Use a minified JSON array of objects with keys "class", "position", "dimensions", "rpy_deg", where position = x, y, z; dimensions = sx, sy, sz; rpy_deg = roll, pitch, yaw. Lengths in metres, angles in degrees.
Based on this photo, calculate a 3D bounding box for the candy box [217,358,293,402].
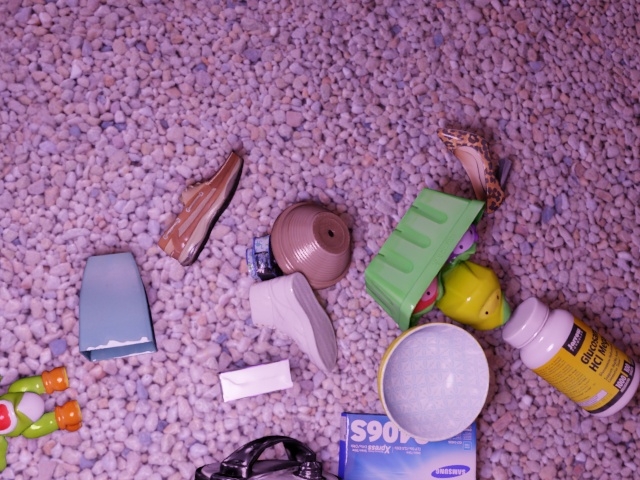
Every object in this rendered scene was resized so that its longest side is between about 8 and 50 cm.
[{"class":"candy box","position":[-0.163,0.340,1.654],"dimensions":[0.164,0.196,0.070],"rpy_deg":[-10,82,-11]}]

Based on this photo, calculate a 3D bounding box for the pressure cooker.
[{"class":"pressure cooker","position":[-0.120,0.652,1.514],"dimensions":[0.375,0.370,0.421],"rpy_deg":[6,81,-12]}]

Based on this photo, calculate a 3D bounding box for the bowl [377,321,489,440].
[{"class":"bowl","position":[0.263,0.343,1.714],"dimensions":[0.289,0.156,0.290],"rpy_deg":[0,90,-14]}]

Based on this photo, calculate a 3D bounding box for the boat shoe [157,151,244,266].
[{"class":"boat shoe","position":[-0.310,-0.095,1.755],"dimensions":[0.119,0.122,0.324],"rpy_deg":[28,75,0]}]

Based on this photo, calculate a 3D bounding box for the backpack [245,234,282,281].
[{"class":"backpack","position":[-0.149,0.046,1.764],"dimensions":[0.084,0.105,0.114],"rpy_deg":[-7,70,9]}]

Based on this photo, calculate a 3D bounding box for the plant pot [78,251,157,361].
[{"class":"plant pot","position":[-0.498,0.158,1.656],"dimensions":[0.165,0.166,0.234],"rpy_deg":[-7,72,-11]}]

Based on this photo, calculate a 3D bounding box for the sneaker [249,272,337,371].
[{"class":"sneaker","position":[-0.076,0.216,1.751],"dimensions":[0.108,0.169,0.293],"rpy_deg":[-53,126,-52]}]

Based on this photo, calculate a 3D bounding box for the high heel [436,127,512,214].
[{"class":"high heel","position":[0.419,-0.197,1.914],"dimensions":[0.261,0.093,0.186],"rpy_deg":[27,69,-13]}]

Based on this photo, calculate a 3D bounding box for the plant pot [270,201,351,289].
[{"class":"plant pot","position":[0.000,0.000,1.750],"dimensions":[0.237,0.109,0.238],"rpy_deg":[15,62,-31]}]

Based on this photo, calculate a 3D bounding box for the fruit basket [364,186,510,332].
[{"class":"fruit basket","position":[0.342,0.096,1.776],"dimensions":[0.391,0.283,0.392],"rpy_deg":[-2,69,4]}]

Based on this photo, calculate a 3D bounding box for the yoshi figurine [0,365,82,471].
[{"class":"yoshi figurine","position":[-0.756,0.427,1.573],"dimensions":[0.362,0.203,0.203],"rpy_deg":[-17,123,-27]}]

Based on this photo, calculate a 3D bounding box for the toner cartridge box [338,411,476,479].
[{"class":"toner cartridge box","position":[0.225,0.536,1.748],"dimensions":[0.347,0.075,0.165],"rpy_deg":[5,79,-9]}]

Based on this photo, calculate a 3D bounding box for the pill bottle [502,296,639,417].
[{"class":"pill bottle","position":[0.663,0.305,1.812],"dimensions":[0.334,0.188,0.188],"rpy_deg":[36,75,-2]}]
